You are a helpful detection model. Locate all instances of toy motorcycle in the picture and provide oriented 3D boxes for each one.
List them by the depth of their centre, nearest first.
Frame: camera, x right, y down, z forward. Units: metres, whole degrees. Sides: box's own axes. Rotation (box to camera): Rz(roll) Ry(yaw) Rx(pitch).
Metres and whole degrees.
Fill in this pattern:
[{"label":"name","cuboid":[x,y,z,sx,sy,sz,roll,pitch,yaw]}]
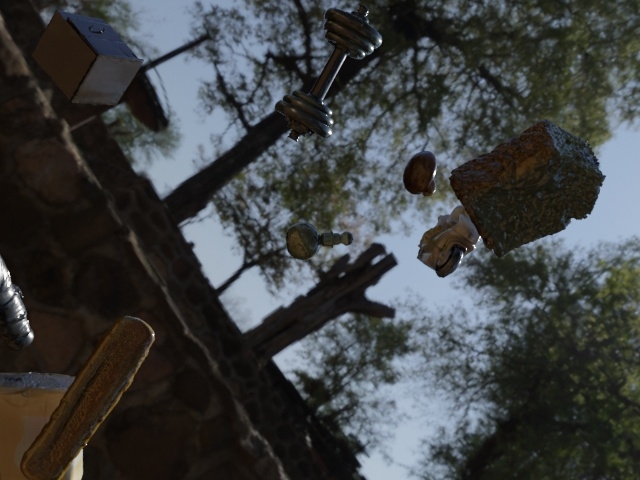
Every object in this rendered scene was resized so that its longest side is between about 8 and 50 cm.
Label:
[{"label":"toy motorcycle","cuboid":[0.361,-0.010,1.952,0.108,0.222,0.340,35,3,-7]}]

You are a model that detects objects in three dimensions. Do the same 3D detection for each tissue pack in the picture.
[{"label":"tissue pack","cuboid":[-0.542,0.363,1.317,0.090,0.186,0.222,-114,-150,-79]}]

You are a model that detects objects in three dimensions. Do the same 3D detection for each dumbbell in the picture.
[{"label":"dumbbell","cuboid":[0.021,-0.453,1.915,0.179,0.406,0.179,29,7,-4]}]

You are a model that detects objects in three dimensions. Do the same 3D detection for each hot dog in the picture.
[{"label":"hot dog","cuboid":[-0.364,0.247,1.104,0.088,0.285,0.061,40,-20,-11]}]

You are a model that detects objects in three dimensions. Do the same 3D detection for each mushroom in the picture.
[{"label":"mushroom","cuboid":[0.262,-0.174,1.812,0.087,0.127,0.127,18,-12,-12]}]

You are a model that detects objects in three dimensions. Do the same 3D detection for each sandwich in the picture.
[{"label":"sandwich","cuboid":[0.501,-0.123,1.665,0.262,0.326,0.131,51,19,-37]}]

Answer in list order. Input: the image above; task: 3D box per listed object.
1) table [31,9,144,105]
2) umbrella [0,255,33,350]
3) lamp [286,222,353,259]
[{"label":"table","cuboid":[-0.630,-0.498,1.907,0.193,0.172,0.169,48,26,15]},{"label":"umbrella","cuboid":[-0.651,0.095,1.370,0.357,0.106,0.113,89,8,-47]},{"label":"lamp","cuboid":[0.000,0.000,1.696,0.091,0.164,0.090,178,-90,-81]}]
